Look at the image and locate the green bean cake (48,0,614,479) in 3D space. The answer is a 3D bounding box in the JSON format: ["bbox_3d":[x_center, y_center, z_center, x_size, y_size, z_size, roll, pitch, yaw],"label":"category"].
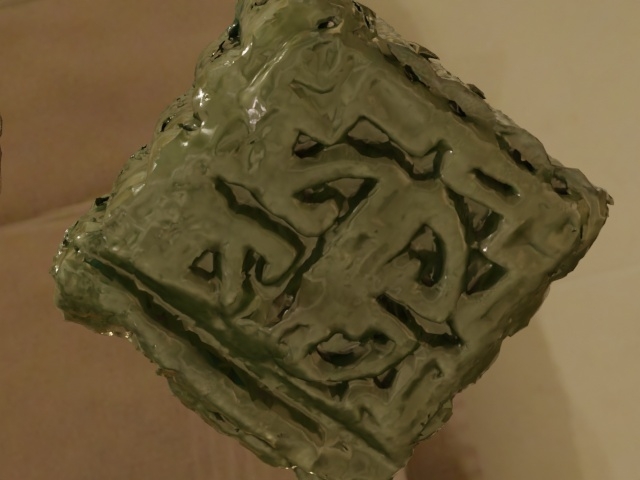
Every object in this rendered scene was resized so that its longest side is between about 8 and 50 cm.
[{"bbox_3d":[0.000,0.000,0.728,0.241,0.255,0.132,38,-171,-19],"label":"green bean cake"}]

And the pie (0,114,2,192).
[{"bbox_3d":[-0.147,-0.007,0.293,0.185,0.052,0.218,42,-138,-55],"label":"pie"}]
